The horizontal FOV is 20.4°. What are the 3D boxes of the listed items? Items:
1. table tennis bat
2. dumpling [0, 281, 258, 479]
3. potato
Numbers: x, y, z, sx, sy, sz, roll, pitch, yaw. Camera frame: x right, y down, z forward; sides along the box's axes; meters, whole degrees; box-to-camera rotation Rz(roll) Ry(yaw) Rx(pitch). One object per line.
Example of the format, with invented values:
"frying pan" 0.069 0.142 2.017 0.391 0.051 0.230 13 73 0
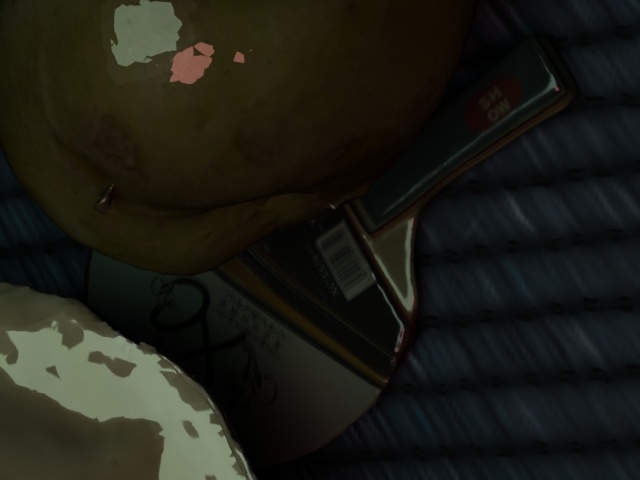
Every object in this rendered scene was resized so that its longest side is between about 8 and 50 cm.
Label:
"table tennis bat" 0.000 0.000 0.871 0.301 0.022 0.173 -35 77 28
"dumpling" -0.153 0.184 0.809 0.315 0.233 0.395 -39 73 22
"potato" -0.016 -0.151 0.764 0.202 0.218 0.351 25 91 -5
